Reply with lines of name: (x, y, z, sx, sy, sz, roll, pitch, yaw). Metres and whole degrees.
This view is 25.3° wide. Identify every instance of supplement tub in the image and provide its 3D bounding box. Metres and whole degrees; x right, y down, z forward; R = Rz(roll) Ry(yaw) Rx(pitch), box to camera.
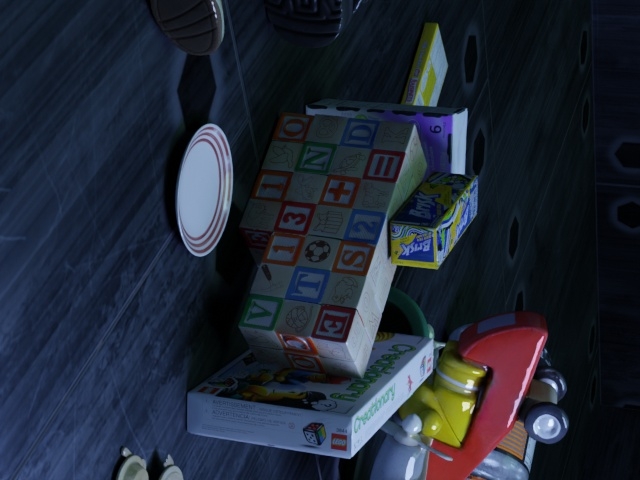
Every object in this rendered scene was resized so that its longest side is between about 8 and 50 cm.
supplement tub: (0.286, 0.320, 2.504, 0.193, 0.194, 0.316, 66, 36, -54)

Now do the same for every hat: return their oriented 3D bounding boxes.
hat: (0.090, 0.157, 1.928, 0.183, 0.173, 0.208, 42, 50, -61)

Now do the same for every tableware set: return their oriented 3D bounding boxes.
tableware set: (-0.185, 0.291, 1.440, 0.141, 0.020, 0.168, 55, 46, -59)

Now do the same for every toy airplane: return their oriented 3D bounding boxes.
toy airplane: (0.135, 0.269, 2.005, 0.384, 0.272, 0.386, -55, -173, -24)

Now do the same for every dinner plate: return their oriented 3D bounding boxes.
dinner plate: (-0.126, -0.054, 1.508, 0.141, 0.017, 0.141, 6, 90, -70)

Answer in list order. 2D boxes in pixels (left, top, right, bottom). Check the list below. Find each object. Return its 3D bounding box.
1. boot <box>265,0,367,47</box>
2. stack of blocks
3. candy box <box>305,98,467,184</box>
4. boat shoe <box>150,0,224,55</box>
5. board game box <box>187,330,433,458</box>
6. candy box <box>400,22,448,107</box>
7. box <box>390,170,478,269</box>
boot: (0.029, -0.419, 1.657, 0.260, 0.131, 0.348, -49, 152, -47)
stack of blocks: (0.000, 0.000, 1.647, 0.087, 0.171, 0.297, 67, 36, -54)
candy box: (0.080, -0.089, 1.805, 0.070, 0.196, 0.164, -30, 123, -65)
boat shoe: (-0.133, -0.264, 1.366, 0.190, 0.068, 0.072, 72, 19, -48)
board game box: (-0.003, 0.165, 1.653, 0.305, 0.193, 0.053, -32, 126, -66)
candy box: (0.160, -0.231, 2.238, 0.105, 0.027, 0.205, 71, 32, -54)
box: (0.134, -0.026, 1.664, 0.169, 0.059, 0.054, -46, 138, -58)
